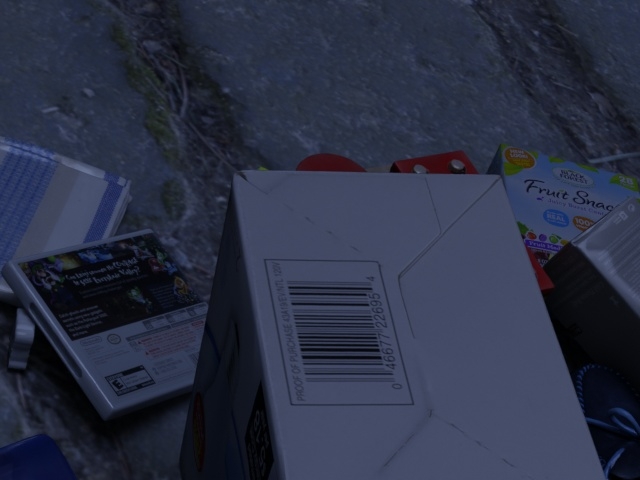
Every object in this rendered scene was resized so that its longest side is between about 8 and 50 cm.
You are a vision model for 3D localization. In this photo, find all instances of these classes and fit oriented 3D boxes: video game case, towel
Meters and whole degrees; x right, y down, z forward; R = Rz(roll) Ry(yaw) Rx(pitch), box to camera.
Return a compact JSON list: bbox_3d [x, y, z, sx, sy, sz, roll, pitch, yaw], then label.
[{"bbox_3d":[-0.176,0.073,1.486,0.190,0.022,0.173,-15,62,-51],"label":"video game case"},{"bbox_3d":[-0.338,-0.032,1.558,0.285,0.034,0.209,19,43,-4],"label":"towel"}]

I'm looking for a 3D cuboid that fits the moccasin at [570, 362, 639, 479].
[{"bbox_3d":[0.319,0.242,1.516,0.137,0.117,0.342,4,44,-23],"label":"moccasin"}]

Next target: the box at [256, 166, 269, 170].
[{"bbox_3d":[0.000,0.000,1.679,0.178,0.042,0.109,23,41,-4],"label":"box"}]

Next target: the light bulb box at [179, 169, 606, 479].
[{"bbox_3d":[0.034,0.195,1.227,0.225,0.361,0.358,1,44,-13],"label":"light bulb box"}]

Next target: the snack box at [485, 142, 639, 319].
[{"bbox_3d":[0.275,-0.002,1.796,0.174,0.070,0.207,13,40,-13],"label":"snack box"}]

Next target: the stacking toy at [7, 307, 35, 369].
[{"bbox_3d":[-0.335,0.134,1.371,0.167,0.052,0.221,10,44,-14],"label":"stacking toy"}]

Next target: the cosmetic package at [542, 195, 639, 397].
[{"bbox_3d":[0.338,0.087,1.632,0.107,0.127,0.238,-35,81,-26],"label":"cosmetic package"}]

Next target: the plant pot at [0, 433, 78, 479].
[{"bbox_3d":[-0.250,0.307,1.086,0.236,0.236,0.212,-21,63,-41],"label":"plant pot"}]

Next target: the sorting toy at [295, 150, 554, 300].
[{"bbox_3d":[0.081,0.012,1.608,0.255,0.089,0.257,-10,55,-31],"label":"sorting toy"}]
